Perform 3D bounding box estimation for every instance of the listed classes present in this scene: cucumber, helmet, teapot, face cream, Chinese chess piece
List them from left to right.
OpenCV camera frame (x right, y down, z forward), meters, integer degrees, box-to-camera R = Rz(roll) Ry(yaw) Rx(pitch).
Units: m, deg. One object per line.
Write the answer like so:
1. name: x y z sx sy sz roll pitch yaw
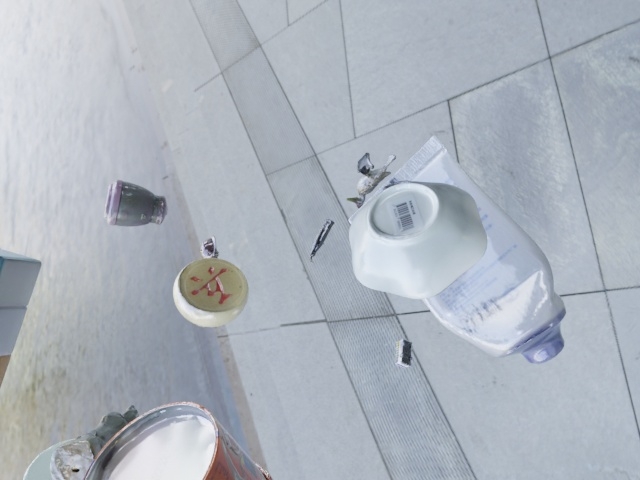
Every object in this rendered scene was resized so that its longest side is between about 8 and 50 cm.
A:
1. teapot: -0.473 -0.077 1.075 0.148 0.146 0.116 -54 38 39
2. helmet: -0.455 0.042 1.702 0.123 0.070 0.098 90 158 -43
3. Chinese chess piece: -0.371 0.175 1.425 0.249 0.250 0.103 57 141 30
4. cucumber: 0.000 0.000 1.463 0.043 0.039 0.163 30 91 50
5. face cream: 0.260 0.037 0.758 0.235 0.137 0.420 -45 74 21

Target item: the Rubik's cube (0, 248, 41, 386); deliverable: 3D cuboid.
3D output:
1. Rubik's cube: -0.869 0.145 0.826 0.347 0.347 0.344 14 83 9

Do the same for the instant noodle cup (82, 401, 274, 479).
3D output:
1. instant noodle cup: -0.198 0.372 0.591 0.250 0.250 0.192 9 129 39

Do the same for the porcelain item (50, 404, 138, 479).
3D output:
1. porcelain item: -0.378 0.353 0.741 0.069 0.215 0.081 -9 88 -1

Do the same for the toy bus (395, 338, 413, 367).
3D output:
1. toy bus: 0.326 0.446 1.641 0.058 0.052 0.102 -49 22 49

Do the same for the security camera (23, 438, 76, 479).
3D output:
1. security camera: -0.646 0.664 1.079 0.194 0.194 0.236 32 122 37

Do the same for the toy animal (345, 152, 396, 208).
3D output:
1. toy animal: 0.133 -0.161 1.169 0.070 0.105 0.202 -94 16 -44

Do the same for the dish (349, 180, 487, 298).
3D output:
1. dish: 0.114 -0.022 0.541 0.191 0.066 0.190 -14 50 18
